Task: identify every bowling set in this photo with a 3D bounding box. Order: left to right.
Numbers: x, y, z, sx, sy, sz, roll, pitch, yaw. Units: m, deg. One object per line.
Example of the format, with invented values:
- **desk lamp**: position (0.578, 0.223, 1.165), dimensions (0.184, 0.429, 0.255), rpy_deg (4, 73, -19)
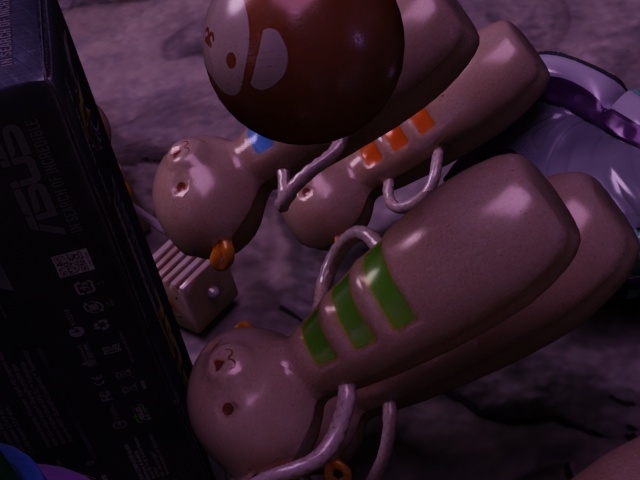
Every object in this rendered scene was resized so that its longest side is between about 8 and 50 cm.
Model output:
- **bowling set**: position (0.000, 0.000, 0.412), dimensions (0.154, 0.200, 0.287), rpy_deg (-37, 37, 18)

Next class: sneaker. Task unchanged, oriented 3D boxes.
- **sneaker**: position (0.138, 0.005, 0.495), dimensions (0.098, 0.083, 0.224), rpy_deg (-49, 44, -11)

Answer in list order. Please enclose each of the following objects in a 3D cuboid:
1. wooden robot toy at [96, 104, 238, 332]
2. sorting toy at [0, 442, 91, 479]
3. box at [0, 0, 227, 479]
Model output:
- **wooden robot toy**: position (-0.111, -0.025, 0.567), dimensions (0.076, 0.079, 0.173), rpy_deg (-32, 46, -20)
- **sorting toy**: position (0.019, 0.126, 0.234), dimensions (0.366, 0.126, 0.127), rpy_deg (29, 60, 35)
- **box**: position (-0.138, 0.042, 0.392), dimensions (0.183, 0.232, 0.059), rpy_deg (-15, 46, -1)
